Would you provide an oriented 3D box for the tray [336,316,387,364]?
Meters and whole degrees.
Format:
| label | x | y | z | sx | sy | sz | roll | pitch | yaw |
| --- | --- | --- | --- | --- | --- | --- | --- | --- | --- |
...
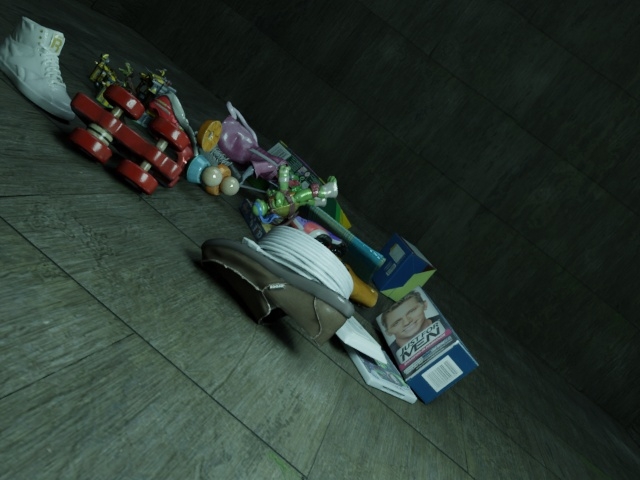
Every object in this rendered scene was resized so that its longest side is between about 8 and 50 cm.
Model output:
| label | x | y | z | sx | sy | sz | roll | pitch | yaw |
| --- | --- | --- | --- | --- | --- | --- | --- | --- | --- |
| tray | 0.071 | 0.219 | 1.561 | 0.145 | 0.030 | 0.270 | 32 | 4 | -26 |

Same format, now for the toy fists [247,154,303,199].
| label | x | y | z | sx | sy | sz | roll | pitch | yaw |
| --- | --- | --- | --- | --- | --- | --- | --- | --- | --- |
| toy fists | -0.170 | -0.237 | 2.383 | 0.096 | 0.142 | 0.279 | -1 | 39 | -50 |

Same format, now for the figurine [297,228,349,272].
| label | x | y | z | sx | sy | sz | roll | pitch | yaw |
| --- | --- | --- | --- | --- | --- | --- | --- | --- | --- |
| figurine | -0.039 | 0.056 | 1.655 | 0.215 | 0.092 | 0.209 | 40 | 31 | 10 |

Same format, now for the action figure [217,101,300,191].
| label | x | y | z | sx | sy | sz | roll | pitch | yaw |
| --- | --- | --- | --- | --- | --- | --- | --- | --- | --- |
| action figure | -0.223 | -0.293 | 2.225 | 0.370 | 0.275 | 0.248 | 27 | 2 | 14 |

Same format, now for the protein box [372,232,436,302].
| label | x | y | z | sx | sy | sz | roll | pitch | yaw |
| --- | --- | --- | --- | --- | --- | --- | --- | --- | --- |
| protein box | 0.313 | 0.113 | 2.407 | 0.136 | 0.199 | 0.201 | 34 | 12 | -24 |

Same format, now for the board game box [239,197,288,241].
| label | x | y | z | sx | sy | sz | roll | pitch | yaw |
| --- | --- | --- | --- | --- | --- | --- | --- | --- | --- |
| board game box | -0.153 | -0.030 | 1.916 | 0.165 | 0.042 | 0.243 | 31 | 14 | -34 |

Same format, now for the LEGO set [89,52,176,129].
| label | x | y | z | sx | sy | sz | roll | pitch | yaw |
| --- | --- | --- | --- | --- | --- | --- | --- | --- | --- |
| LEGO set | -0.628 | -0.540 | 2.057 | 0.255 | 0.192 | 0.331 | 32 | 13 | -29 |

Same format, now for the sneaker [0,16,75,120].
| label | x | y | z | sx | sy | sz | roll | pitch | yaw |
| --- | --- | --- | --- | --- | --- | --- | --- | --- | --- |
| sneaker | -0.697 | -0.448 | 1.544 | 0.292 | 0.169 | 0.108 | 42 | 10 | 12 |

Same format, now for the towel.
| label | x | y | z | sx | sy | sz | roll | pitch | yaw |
| --- | --- | --- | --- | --- | --- | --- | --- | --- | --- |
| towel | 0.061 | -0.002 | 2.188 | 0.370 | 0.040 | 0.271 | 39 | -19 | 6 |

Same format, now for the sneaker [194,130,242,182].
| label | x | y | z | sx | sy | sz | roll | pitch | yaw |
| --- | --- | --- | --- | --- | --- | --- | --- | --- | --- |
| sneaker | -0.352 | -0.288 | 2.051 | 0.229 | 0.132 | 0.086 | 34 | 47 | 9 |

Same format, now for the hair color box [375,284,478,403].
| label | x | y | z | sx | sy | sz | roll | pitch | yaw |
| --- | --- | --- | --- | --- | --- | --- | --- | --- | --- |
| hair color box | 0.282 | 0.276 | 1.691 | 0.105 | 0.174 | 0.347 | 49 | 6 | -20 |

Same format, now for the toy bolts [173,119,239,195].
| label | x | y | z | sx | sy | sz | roll | pitch | yaw |
| --- | --- | --- | --- | --- | --- | --- | --- | --- | --- |
| toy bolts | -0.319 | -0.232 | 1.795 | 0.159 | 0.218 | 0.228 | 27 | 16 | 13 |

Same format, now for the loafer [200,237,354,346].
| label | x | y | z | sx | sy | sz | roll | pitch | yaw |
| --- | --- | --- | --- | --- | --- | --- | --- | --- | --- |
| loafer | -0.114 | 0.107 | 1.274 | 0.366 | 0.130 | 0.134 | 24 | -11 | 21 |

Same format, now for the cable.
| label | x | y | z | sx | sy | sz | roll | pitch | yaw |
| --- | --- | --- | --- | --- | --- | --- | --- | --- | --- |
| cable | -0.045 | 0.078 | 1.429 | 0.257 | 0.089 | 0.257 | 20 | -30 | 28 |

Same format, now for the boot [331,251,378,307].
| label | x | y | z | sx | sy | sz | roll | pitch | yaw |
| --- | --- | --- | --- | --- | --- | --- | --- | --- | --- |
| boot | 0.084 | 0.132 | 1.864 | 0.211 | 0.104 | 0.295 | 38 | 7 | 0 |

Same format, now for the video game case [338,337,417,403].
| label | x | y | z | sx | sy | sz | roll | pitch | yaw |
| --- | --- | --- | --- | --- | --- | --- | --- | --- | --- |
| video game case | 0.140 | 0.314 | 1.523 | 0.173 | 0.022 | 0.190 | 31 | 13 | -35 |

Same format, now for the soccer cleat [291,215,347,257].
| label | x | y | z | sx | sy | sz | roll | pitch | yaw |
| --- | --- | --- | --- | --- | --- | --- | --- | --- | --- |
| soccer cleat | 0.000 | 0.000 | 2.031 | 0.116 | 0.108 | 0.318 | 50 | 7 | 23 |

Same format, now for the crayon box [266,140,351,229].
| label | x | y | z | sx | sy | sz | roll | pitch | yaw |
| --- | --- | --- | --- | --- | --- | --- | --- | --- | --- |
| crayon box | -0.055 | -0.209 | 2.566 | 0.363 | 0.106 | 0.313 | 47 | -6 | 37 |

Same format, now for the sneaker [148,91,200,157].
| label | x | y | z | sx | sy | sz | roll | pitch | yaw |
| --- | --- | --- | --- | --- | --- | --- | --- | --- | --- |
| sneaker | -0.472 | -0.339 | 1.977 | 0.279 | 0.118 | 0.107 | 64 | -10 | 6 |

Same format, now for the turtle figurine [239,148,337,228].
| label | x | y | z | sx | sy | sz | roll | pitch | yaw |
| --- | --- | --- | --- | --- | --- | --- | --- | --- | --- |
| turtle figurine | -0.102 | -0.175 | 1.884 | 0.266 | 0.197 | 0.274 | -7 | 44 | -26 |

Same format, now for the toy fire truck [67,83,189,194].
| label | x | y | z | sx | sy | sz | roll | pitch | yaw |
| --- | --- | --- | --- | --- | --- | --- | --- | --- | --- |
| toy fire truck | -0.476 | -0.237 | 1.504 | 0.302 | 0.169 | 0.254 | 36 | -13 | -15 |
